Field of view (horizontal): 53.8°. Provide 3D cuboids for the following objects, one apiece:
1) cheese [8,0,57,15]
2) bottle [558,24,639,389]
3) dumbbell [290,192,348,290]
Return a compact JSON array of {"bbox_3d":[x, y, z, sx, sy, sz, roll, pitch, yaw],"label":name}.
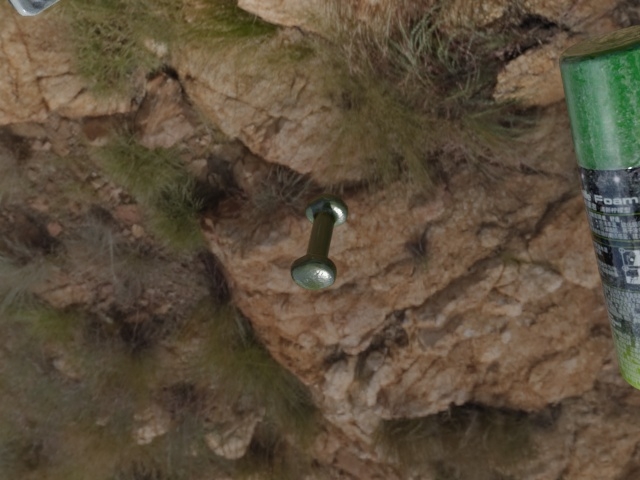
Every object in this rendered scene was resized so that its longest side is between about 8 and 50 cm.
[{"bbox_3d":[-0.168,-0.260,0.521,0.050,0.235,0.127,13,138,34],"label":"cheese"},{"bbox_3d":[0.290,-0.018,0.567,0.093,0.093,0.329,-15,111,15],"label":"bottle"},{"bbox_3d":[0.000,0.000,0.704,0.052,0.117,0.046,-22,128,32],"label":"dumbbell"}]
